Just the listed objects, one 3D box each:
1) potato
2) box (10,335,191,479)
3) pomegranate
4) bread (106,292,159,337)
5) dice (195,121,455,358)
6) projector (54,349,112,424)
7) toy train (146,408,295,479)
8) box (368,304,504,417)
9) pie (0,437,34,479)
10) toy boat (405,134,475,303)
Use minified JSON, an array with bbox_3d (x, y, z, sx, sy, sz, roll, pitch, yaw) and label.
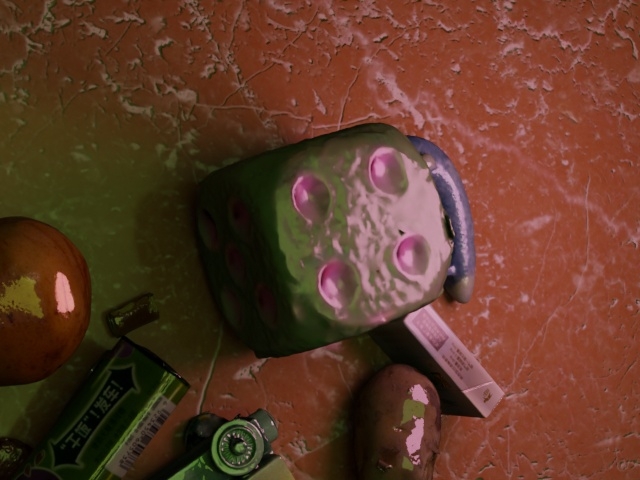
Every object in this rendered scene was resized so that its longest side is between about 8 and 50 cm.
[{"bbox_3d":[0.134,0.345,2.087,0.165,0.165,0.262,12,68,-26],"label":"potato"},{"bbox_3d":[-0.347,0.315,1.796,0.134,0.097,0.345,32,78,19],"label":"box"},{"bbox_3d":[-0.460,0.080,1.748,0.264,0.264,0.264,3,84,-27],"label":"pomegranate"},{"bbox_3d":[-0.305,0.122,1.948,0.083,0.036,0.046,-26,106,-28],"label":"bread"},{"bbox_3d":[0.000,0.000,1.958,0.322,0.318,0.330,-20,94,-27],"label":"dice"},{"bbox_3d":[-0.336,0.263,1.904,0.115,0.061,0.147,41,69,-20],"label":"projector"},{"bbox_3d":[-0.198,0.445,1.904,0.397,0.160,0.253,-33,100,-27],"label":"toy train"},{"bbox_3d":[0.200,0.211,2.136,0.067,0.155,0.243,-47,105,-21],"label":"box"},{"bbox_3d":[-0.488,0.377,1.828,0.154,0.038,0.153,2,86,-26],"label":"pie"},{"bbox_3d":[0.193,-0.031,2.172,0.215,0.123,0.329,-10,91,-26],"label":"toy boat"}]
